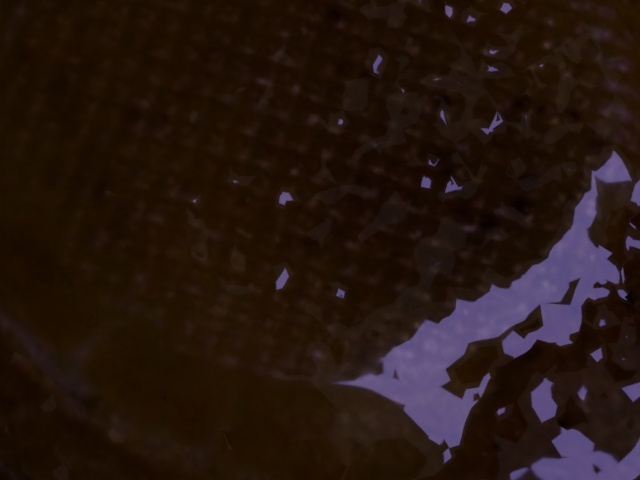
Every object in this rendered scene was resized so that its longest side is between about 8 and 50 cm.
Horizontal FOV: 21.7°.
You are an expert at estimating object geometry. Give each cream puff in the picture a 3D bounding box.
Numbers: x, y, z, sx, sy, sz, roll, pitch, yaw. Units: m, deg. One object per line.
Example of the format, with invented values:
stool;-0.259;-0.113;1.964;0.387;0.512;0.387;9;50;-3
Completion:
cream puff;0.000;0.000;0.494;0.303;0.212;0.303;2;66;-5
